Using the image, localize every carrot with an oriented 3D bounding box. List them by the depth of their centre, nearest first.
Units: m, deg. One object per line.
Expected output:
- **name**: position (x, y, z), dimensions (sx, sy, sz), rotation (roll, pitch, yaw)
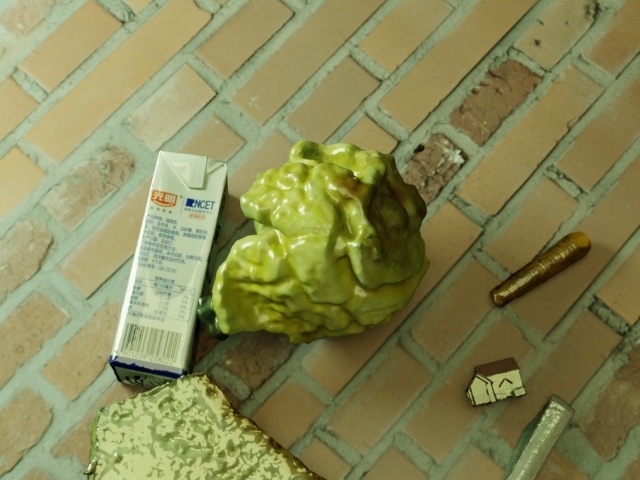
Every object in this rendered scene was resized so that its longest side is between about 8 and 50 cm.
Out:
- **carrot**: position (0.315, 0.042, 1.848), dimensions (0.170, 0.042, 0.042), rotation (-32, 77, -9)

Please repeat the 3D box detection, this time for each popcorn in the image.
- **popcorn**: position (0.007, -0.003, 1.730), dimensions (0.293, 0.237, 0.293), rotation (21, 56, -36)

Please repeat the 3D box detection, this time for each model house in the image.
- **model house**: position (0.239, 0.197, 1.783), dimensions (0.083, 0.057, 0.058), rotation (-12, 78, -5)

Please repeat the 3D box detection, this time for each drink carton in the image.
- **drink carton**: position (-0.205, 0.043, 1.770), dimensions (0.106, 0.130, 0.315), rotation (11, 72, -1)

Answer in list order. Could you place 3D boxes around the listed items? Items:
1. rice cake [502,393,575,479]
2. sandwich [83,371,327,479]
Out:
- **rice cake**: position (0.288, 0.303, 1.763), dimensions (0.047, 0.036, 0.207), rotation (34, 73, -5)
- **sandwich**: position (-0.170, 0.331, 1.663), dimensions (0.325, 0.131, 0.262), rotation (40, 75, 0)
